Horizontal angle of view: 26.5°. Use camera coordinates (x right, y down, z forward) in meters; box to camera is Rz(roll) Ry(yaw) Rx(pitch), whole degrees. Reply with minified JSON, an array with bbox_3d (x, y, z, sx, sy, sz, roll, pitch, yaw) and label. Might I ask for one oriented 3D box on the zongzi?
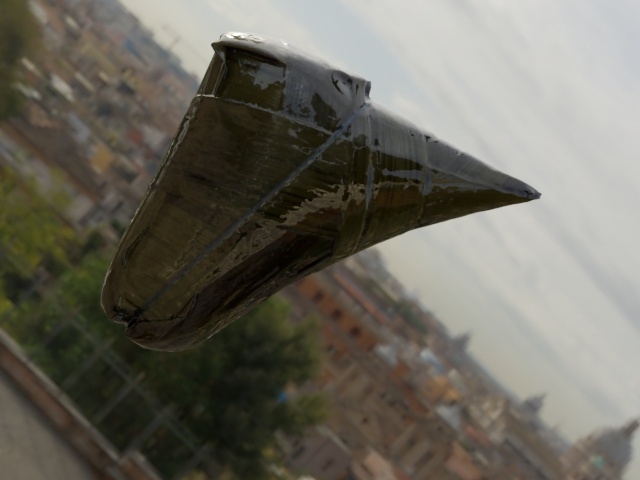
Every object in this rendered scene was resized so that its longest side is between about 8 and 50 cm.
[{"bbox_3d":[0.000,0.000,1.133,0.300,0.286,0.138,26,-3,2],"label":"zongzi"}]
